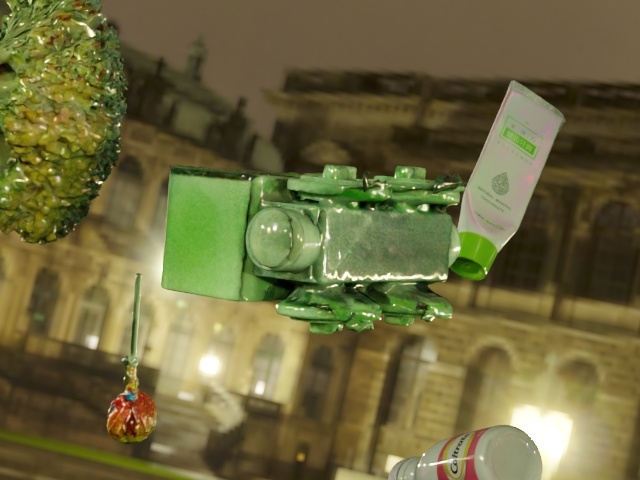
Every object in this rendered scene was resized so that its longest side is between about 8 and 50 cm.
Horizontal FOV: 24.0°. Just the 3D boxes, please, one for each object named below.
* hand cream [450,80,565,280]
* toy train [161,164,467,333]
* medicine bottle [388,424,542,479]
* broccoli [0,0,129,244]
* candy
[{"bbox_3d":[0.227,-0.073,1.843,0.050,0.275,0.079,-4,-40,43],"label":"hand cream"},{"bbox_3d":[0.000,0.000,1.216,0.188,0.132,0.243,8,4,39],"label":"toy train"},{"bbox_3d":[0.164,0.277,1.777,0.090,0.090,0.217,17,-24,-26],"label":"medicine bottle"},{"bbox_3d":[-0.254,-0.102,1.191,0.194,0.219,0.194,-11,-4,-1],"label":"broccoli"},{"bbox_3d":[-0.213,0.136,1.722,0.060,0.201,0.060,3,10,-1],"label":"candy"}]
